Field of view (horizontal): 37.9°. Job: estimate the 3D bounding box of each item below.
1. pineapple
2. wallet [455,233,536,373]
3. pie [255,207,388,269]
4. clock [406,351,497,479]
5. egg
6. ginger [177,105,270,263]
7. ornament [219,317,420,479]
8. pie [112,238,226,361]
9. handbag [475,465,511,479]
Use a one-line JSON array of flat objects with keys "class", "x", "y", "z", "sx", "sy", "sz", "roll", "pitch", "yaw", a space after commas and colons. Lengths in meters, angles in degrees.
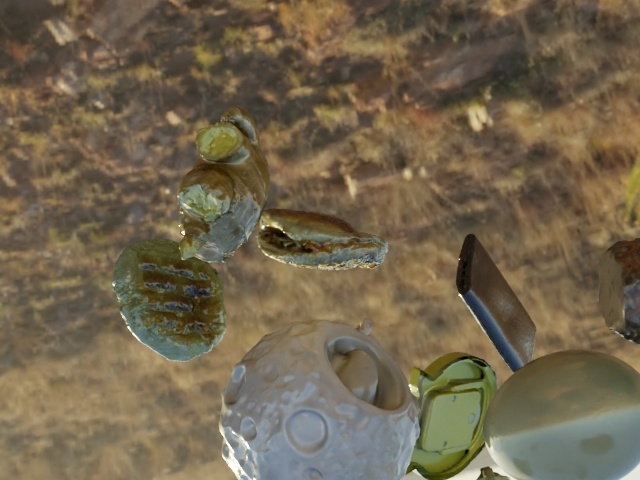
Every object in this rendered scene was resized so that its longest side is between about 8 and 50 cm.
[{"class": "pineapple", "x": 0.524, "y": 0.062, "z": 1.215, "sx": 0.310, "sy": 0.141, "sz": 0.170, "roll": -2, "pitch": 162, "yaw": -2}, {"class": "wallet", "x": 0.364, "y": 0.147, "z": 1.925, "sx": 0.044, "sy": 0.170, "sz": 0.321, "roll": -15, "pitch": 129, "yaw": 29}, {"class": "pie", "x": 0.000, "y": 0.000, "z": 1.440, "sx": 0.179, "sy": 0.084, "sz": 0.205, "roll": 6, "pitch": -174, "yaw": -39}, {"class": "clock", "x": 0.263, "y": 0.369, "z": 1.983, "sx": 0.293, "sy": 0.277, "sz": 0.071, "roll": 12, "pitch": -176, "yaw": -42}, {"class": "egg", "x": 0.334, "y": 0.242, "z": 1.250, "sx": 0.241, "sy": 0.186, "sz": 0.186, "roll": -15, "pitch": 166, "yaw": -17}, {"class": "ginger", "x": -0.122, "y": -0.055, "z": 1.166, "sx": 0.102, "sy": 0.216, "sz": 0.157, "roll": 15, "pitch": 142, "yaw": 10}, {"class": "ornament", "x": -0.008, "y": 0.306, "z": 1.565, "sx": 0.337, "sy": 0.337, "sz": 0.337, "roll": -12, "pitch": 165, "yaw": -3}, {"class": "pie", "x": -0.332, "y": 0.129, "z": 2.126, "sx": 0.306, "sy": 0.306, "sz": 0.071, "roll": 1, "pitch": 162, "yaw": -41}, {"class": "handbag", "x": 0.276, "y": 0.470, "z": 1.404, "sx": 0.079, "sy": 0.256, "sz": 0.219, "roll": -9, "pitch": 157, "yaw": 6}]
